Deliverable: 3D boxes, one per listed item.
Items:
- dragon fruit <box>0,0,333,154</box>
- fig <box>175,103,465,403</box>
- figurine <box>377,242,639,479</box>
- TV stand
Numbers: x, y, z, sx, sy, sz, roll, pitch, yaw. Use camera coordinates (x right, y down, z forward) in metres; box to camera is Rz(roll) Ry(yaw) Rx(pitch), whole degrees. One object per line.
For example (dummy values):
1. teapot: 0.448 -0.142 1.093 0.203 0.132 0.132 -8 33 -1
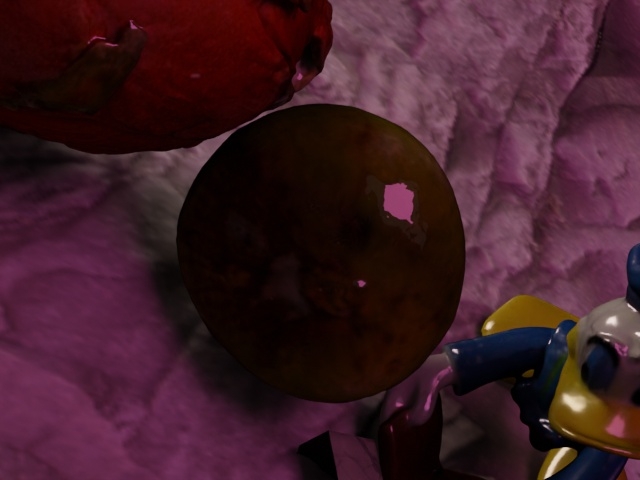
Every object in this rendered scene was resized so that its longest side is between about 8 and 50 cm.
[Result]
1. dragon fruit: -0.131 -0.189 0.963 0.343 0.277 0.277 60 30 -21
2. fig: 0.000 0.000 1.085 0.181 0.181 0.191 43 18 -25
3. figurine: 0.159 0.091 1.164 0.283 0.338 0.205 -19 71 -23
4. TV stand: 0.034 0.243 1.053 0.049 0.040 0.257 18 51 -46
